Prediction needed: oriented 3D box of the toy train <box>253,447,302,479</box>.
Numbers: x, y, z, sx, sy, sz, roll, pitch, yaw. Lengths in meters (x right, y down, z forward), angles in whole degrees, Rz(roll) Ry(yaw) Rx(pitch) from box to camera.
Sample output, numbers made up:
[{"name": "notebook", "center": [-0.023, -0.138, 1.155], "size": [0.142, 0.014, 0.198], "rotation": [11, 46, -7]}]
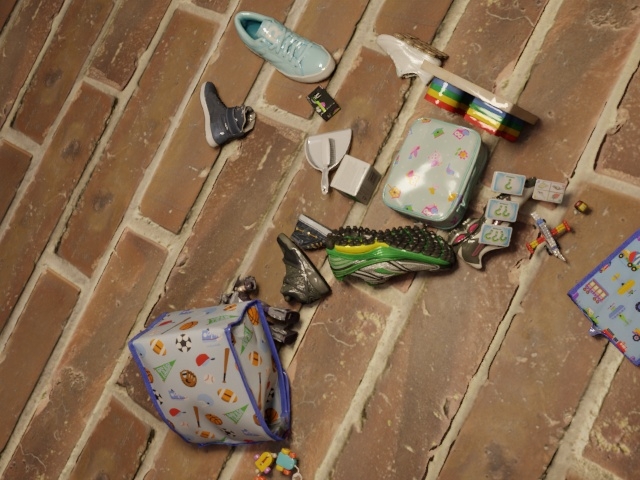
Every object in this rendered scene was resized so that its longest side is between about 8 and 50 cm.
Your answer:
[{"name": "toy train", "center": [-0.119, 0.631, 1.704], "size": [0.166, 0.046, 0.125], "rotation": [-24, 71, 20]}]

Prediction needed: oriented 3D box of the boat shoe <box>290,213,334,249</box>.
[{"name": "boat shoe", "center": [0.000, 0.000, 1.788], "size": [0.183, 0.065, 0.083], "rotation": [31, 100, 28]}]

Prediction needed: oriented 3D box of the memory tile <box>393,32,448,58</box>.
[{"name": "memory tile", "center": [0.282, -0.548, 1.762], "size": [0.148, 0.113, 0.012], "rotation": [37, 120, 24]}]

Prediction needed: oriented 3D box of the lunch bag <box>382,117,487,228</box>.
[{"name": "lunch bag", "center": [0.306, -0.170, 1.659], "size": [0.224, 0.108, 0.279], "rotation": [21, 84, 28]}]

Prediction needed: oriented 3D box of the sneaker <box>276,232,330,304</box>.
[{"name": "sneaker", "center": [-0.084, 0.089, 1.784], "size": [0.130, 0.087, 0.228], "rotation": [-37, 72, 5]}]

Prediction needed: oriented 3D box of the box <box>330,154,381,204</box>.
[{"name": "box", "center": [0.099, -0.169, 1.755], "size": [0.087, 0.101, 0.102], "rotation": [27, 90, 26]}]

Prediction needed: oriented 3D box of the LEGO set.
[{"name": "LEGO set", "center": [0.523, -0.057, 1.520], "size": [0.244, 0.060, 0.183], "rotation": [9, 102, -7]}]

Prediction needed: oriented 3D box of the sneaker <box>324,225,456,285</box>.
[{"name": "sneaker", "center": [0.187, 0.046, 1.676], "size": [0.343, 0.134, 0.146], "rotation": [3, 120, 15]}]

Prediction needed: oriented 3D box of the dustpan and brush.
[{"name": "dustpan and brush", "center": [0.019, -0.228, 1.825], "size": [0.147, 0.060, 0.211], "rotation": [-7, 76, 21]}]

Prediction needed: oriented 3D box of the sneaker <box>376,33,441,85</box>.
[{"name": "sneaker", "center": [0.235, -0.515, 1.796], "size": [0.212, 0.080, 0.094], "rotation": [34, 105, 24]}]

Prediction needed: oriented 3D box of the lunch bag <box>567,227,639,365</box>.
[{"name": "lunch bag", "center": [0.727, 0.123, 1.422], "size": [0.293, 0.138, 0.221], "rotation": [-46, 68, 18]}]

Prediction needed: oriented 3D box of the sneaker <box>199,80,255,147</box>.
[{"name": "sneaker", "center": [-0.290, -0.420, 1.985], "size": [0.163, 0.086, 0.226], "rotation": [-18, 73, 20]}]

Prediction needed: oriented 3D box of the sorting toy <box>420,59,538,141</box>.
[{"name": "sorting toy", "center": [0.392, -0.344, 1.597], "size": [0.255, 0.257, 0.089], "rotation": [35, 110, 25]}]

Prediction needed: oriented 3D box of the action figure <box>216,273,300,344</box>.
[{"name": "action figure", "center": [-0.192, 0.199, 1.800], "size": [0.284, 0.099, 0.186], "rotation": [18, 101, 30]}]

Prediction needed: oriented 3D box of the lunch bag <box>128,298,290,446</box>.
[{"name": "lunch bag", "center": [-0.277, 0.378, 1.707], "size": [0.327, 0.239, 0.386], "rotation": [-11, 105, 25]}]

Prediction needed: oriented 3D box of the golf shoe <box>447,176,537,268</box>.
[{"name": "golf shoe", "center": [0.454, -0.049, 1.595], "size": [0.273, 0.105, 0.120], "rotation": [-42, 84, 14]}]

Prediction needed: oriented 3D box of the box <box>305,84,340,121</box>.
[{"name": "box", "center": [0.008, -0.409, 1.876], "size": [0.062, 0.052, 0.083], "rotation": [-41, 65, 10]}]

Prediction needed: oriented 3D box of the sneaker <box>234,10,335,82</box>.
[{"name": "sneaker", "center": [-0.127, -0.596, 1.920], "size": [0.365, 0.150, 0.135], "rotation": [29, 91, 26]}]
